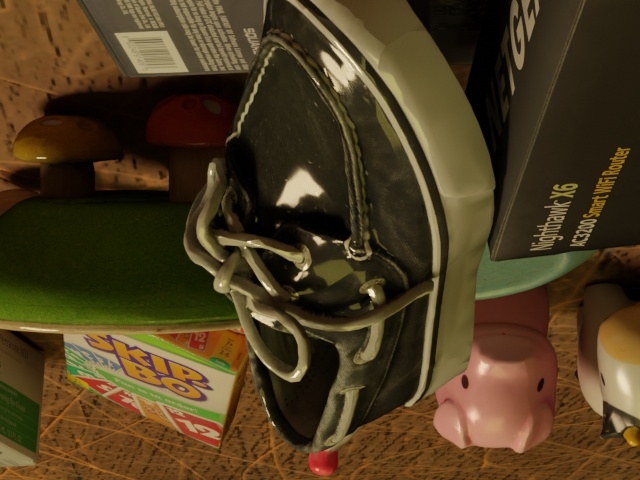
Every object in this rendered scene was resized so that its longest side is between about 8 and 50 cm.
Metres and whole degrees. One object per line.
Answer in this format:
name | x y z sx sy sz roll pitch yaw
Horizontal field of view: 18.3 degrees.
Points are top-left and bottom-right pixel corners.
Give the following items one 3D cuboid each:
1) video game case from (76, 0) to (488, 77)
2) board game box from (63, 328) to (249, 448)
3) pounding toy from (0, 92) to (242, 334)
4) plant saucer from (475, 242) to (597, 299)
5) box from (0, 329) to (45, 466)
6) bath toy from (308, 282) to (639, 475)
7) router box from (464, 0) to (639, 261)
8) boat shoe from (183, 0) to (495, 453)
video game case | 0.031 -0.116 0.801 0.274 0.026 0.196 -2 162 8
board game box | -0.111 0.077 1.334 0.124 0.039 0.259 24 159 2
pounding toy | -0.098 -0.022 1.017 0.183 0.110 0.237 -1 -174 -9
plant saucer | 0.084 -0.001 1.101 0.195 0.037 0.195 -4 159 -1
box | -0.263 0.112 1.430 0.102 0.087 0.101 -4 162 13
bath toy | 0.128 0.087 1.261 0.348 0.129 0.151 1 162 2
router box | 0.190 -0.089 0.716 0.243 0.081 0.309 -7 161 -4
boat shoe | -0.003 -0.003 0.834 0.105 0.113 0.306 -36 158 -16
